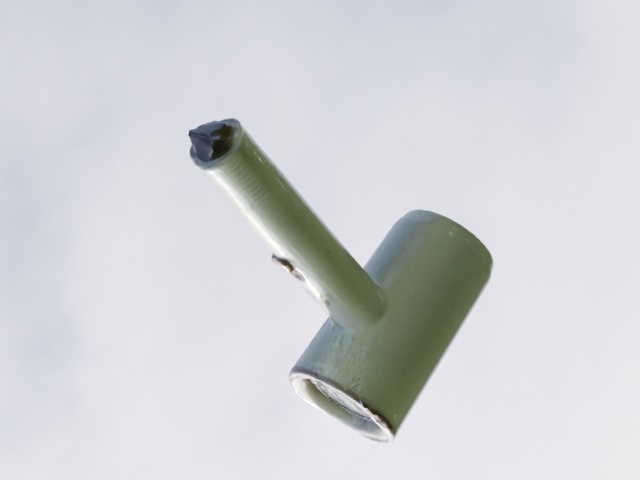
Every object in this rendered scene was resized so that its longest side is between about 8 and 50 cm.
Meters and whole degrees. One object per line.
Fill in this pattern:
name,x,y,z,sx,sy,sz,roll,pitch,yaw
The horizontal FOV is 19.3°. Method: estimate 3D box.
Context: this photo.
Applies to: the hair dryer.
hair dryer,0.000,0.000,1.074,0.236,0.073,0.131,47,-112,-37
